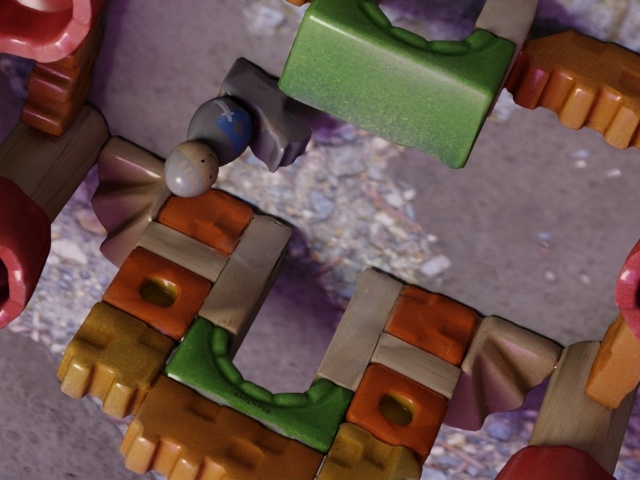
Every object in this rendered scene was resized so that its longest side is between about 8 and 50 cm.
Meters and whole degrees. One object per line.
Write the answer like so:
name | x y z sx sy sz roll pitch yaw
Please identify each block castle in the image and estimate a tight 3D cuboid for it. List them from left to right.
block castle | 0.000 0.000 0.983 0.453 0.213 0.303 25 133 2
